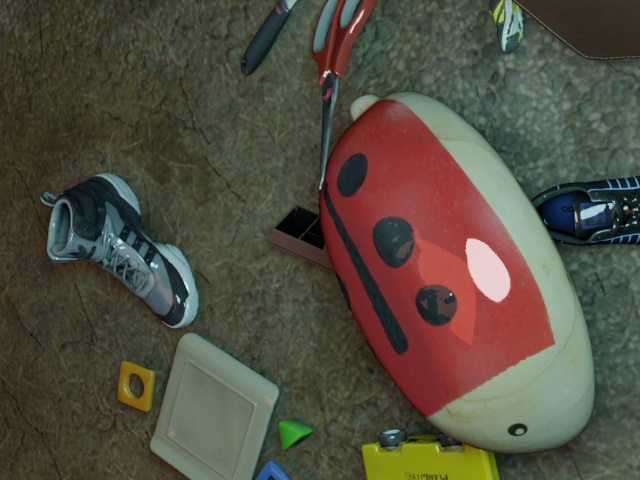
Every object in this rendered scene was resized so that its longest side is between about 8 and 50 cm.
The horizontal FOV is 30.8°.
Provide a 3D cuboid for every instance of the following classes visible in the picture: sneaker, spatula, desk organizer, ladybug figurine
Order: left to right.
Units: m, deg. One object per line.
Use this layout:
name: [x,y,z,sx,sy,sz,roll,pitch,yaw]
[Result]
sneaker: [-0.295,0.025,1.646,0.268,0.153,0.101,53,124,15]
spatula: [-0.023,-0.311,1.455,0.296,0.030,0.084,-45,55,36]
desk organizer: [0.000,0.000,1.496,0.130,0.047,0.050,23,110,30]
ladybug figurine: [0.129,0.041,1.287,0.449,0.162,0.305,61,154,14]
sneaker: [0.209,-0.253,1.310,0.035,0.031,0.083,13,103,47]
sneaker: [0.328,-0.028,1.226,0.232,0.090,0.081,-4,96,37]

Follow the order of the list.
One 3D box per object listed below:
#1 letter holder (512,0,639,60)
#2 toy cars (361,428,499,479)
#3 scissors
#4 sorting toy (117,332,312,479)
letter holder: [0.329,-0.285,1.052,0.302,0.214,0.152,0,66,50]
toy cars: [0.103,0.350,1.452,0.176,0.087,0.394,46,125,25]
scissors: [0.008,-0.180,1.363,0.109,0.021,0.297,-16,54,51]
sorting toy: [-0.148,0.251,1.655,0.347,0.047,0.196,29,110,28]
